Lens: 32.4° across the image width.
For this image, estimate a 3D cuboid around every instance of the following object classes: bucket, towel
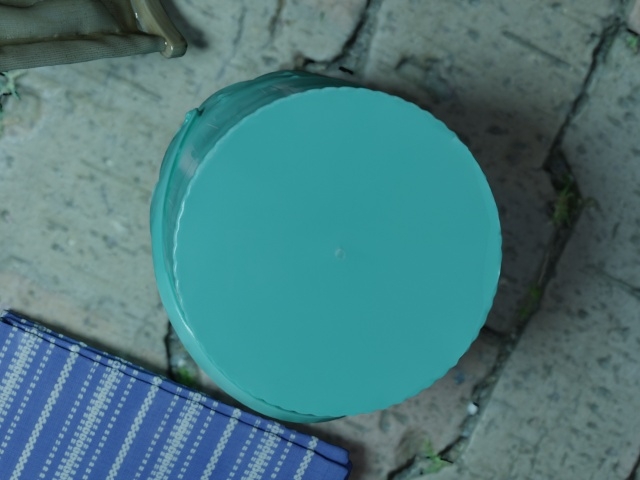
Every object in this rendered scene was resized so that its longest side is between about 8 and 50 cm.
[{"bbox_3d":[0.000,0.000,0.864,0.281,0.183,0.281,-1,98,-8],"label":"bucket"},{"bbox_3d":[-0.165,0.228,0.951,0.336,0.040,0.243,24,96,-9],"label":"towel"}]

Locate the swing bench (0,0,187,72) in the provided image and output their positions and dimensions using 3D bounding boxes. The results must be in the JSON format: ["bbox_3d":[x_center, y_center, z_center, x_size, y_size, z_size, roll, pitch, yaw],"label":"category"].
[{"bbox_3d":[-0.156,-0.240,0.739,0.255,0.253,0.165,-34,80,40],"label":"swing bench"}]
